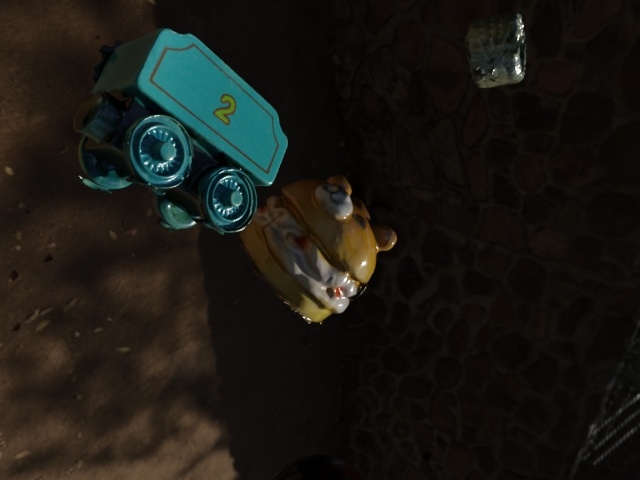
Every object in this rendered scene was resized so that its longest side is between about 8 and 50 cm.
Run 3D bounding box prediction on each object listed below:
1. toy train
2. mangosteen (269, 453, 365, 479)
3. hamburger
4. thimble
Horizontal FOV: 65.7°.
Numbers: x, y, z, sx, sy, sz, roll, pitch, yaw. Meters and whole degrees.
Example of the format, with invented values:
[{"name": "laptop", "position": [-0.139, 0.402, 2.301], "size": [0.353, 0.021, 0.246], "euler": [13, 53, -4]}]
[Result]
[{"name": "toy train", "position": [-0.133, -0.101, 0.498], "size": [0.203, 0.112, 0.163], "euler": [37, 67, -46]}, {"name": "mangosteen", "position": [-0.005, 0.312, 0.527], "size": [0.152, 0.152, 0.152], "euler": [-36, 137, -42]}, {"name": "hamburger", "position": [0.000, 0.000, 0.955], "size": [0.237, 0.276, 0.276], "euler": [-40, 149, 5]}, {"name": "thimble", "position": [0.219, -0.234, 0.617], "size": [0.110, 0.062, 0.084], "euler": [-44, 125, -54]}]
